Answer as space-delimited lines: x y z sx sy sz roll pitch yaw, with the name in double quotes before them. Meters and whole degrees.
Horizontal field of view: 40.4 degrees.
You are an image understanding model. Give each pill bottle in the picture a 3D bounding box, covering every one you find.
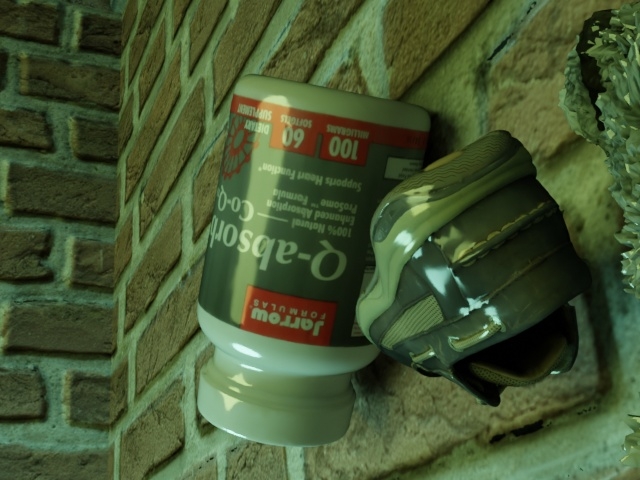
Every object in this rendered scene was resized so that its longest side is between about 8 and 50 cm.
"pill bottle" -0.017 0.018 0.932 0.210 0.210 0.363 -148 67 -65

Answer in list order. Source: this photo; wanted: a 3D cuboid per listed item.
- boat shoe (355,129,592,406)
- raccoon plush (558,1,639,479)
"boat shoe" 0.107 0.059 0.629 0.130 0.132 0.355 58 176 20
"raccoon plush" 0.210 0.028 0.412 0.446 0.216 0.299 18 -92 -83
